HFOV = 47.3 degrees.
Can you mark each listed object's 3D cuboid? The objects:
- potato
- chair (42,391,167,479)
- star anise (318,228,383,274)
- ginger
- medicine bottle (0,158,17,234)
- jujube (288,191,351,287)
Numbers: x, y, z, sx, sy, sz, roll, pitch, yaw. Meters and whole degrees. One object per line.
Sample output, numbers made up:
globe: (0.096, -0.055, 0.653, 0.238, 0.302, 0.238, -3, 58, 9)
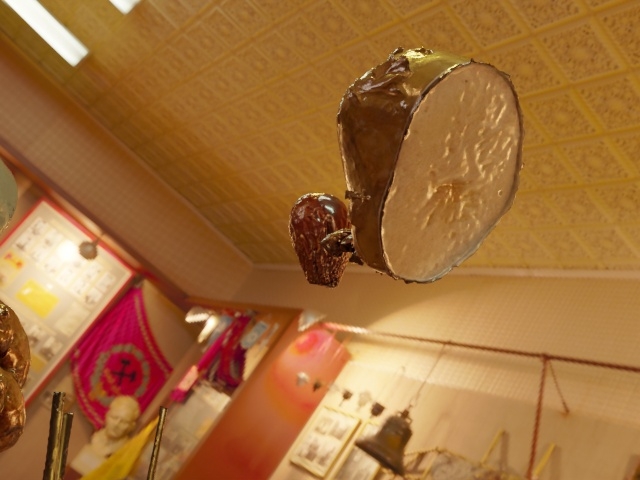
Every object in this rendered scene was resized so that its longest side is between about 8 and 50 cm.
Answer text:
potato: (0.126, -0.112, 0.989, 0.247, 0.299, 0.196, -1, 23, -32)
chair: (-0.234, 0.291, 0.583, 0.170, 0.325, 0.160, -9, -24, 27)
star anise: (0.078, 0.011, 1.303, 0.168, 0.057, 0.168, 13, 18, -4)
ginger: (-0.708, 0.257, 1.537, 0.274, 0.153, 0.357, 93, -15, -50)
medicine bottle: (-0.614, -0.121, 1.053, 0.245, 0.245, 0.290, 27, -28, 23)
jujube: (0.000, 0.000, 1.812, 0.168, 0.236, 0.168, -1, -11, 0)
